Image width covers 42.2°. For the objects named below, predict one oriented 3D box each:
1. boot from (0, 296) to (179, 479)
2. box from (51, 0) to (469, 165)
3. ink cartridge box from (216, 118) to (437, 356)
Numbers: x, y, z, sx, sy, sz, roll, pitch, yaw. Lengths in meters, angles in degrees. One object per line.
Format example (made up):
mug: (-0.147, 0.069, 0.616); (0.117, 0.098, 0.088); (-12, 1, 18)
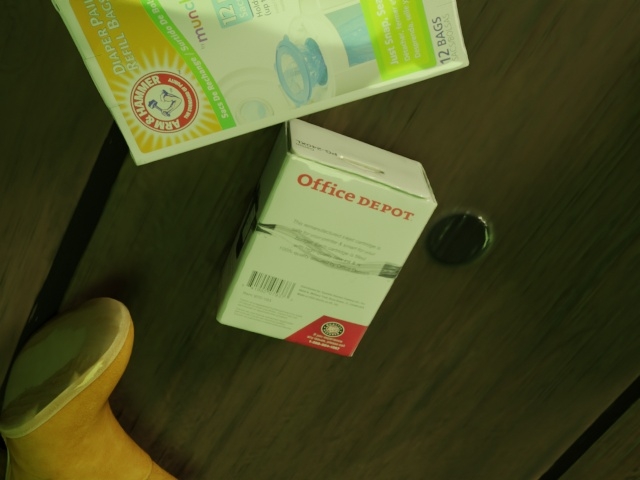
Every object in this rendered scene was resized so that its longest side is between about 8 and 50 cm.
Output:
boot: (-0.179, 0.178, 0.697); (0.211, 0.104, 0.295); (34, 121, -29)
box: (-0.032, -0.139, 0.479); (0.203, 0.103, 0.114); (-15, 123, 7)
ink cartridge box: (0.000, 0.000, 0.600); (0.109, 0.063, 0.150); (18, 121, -15)
